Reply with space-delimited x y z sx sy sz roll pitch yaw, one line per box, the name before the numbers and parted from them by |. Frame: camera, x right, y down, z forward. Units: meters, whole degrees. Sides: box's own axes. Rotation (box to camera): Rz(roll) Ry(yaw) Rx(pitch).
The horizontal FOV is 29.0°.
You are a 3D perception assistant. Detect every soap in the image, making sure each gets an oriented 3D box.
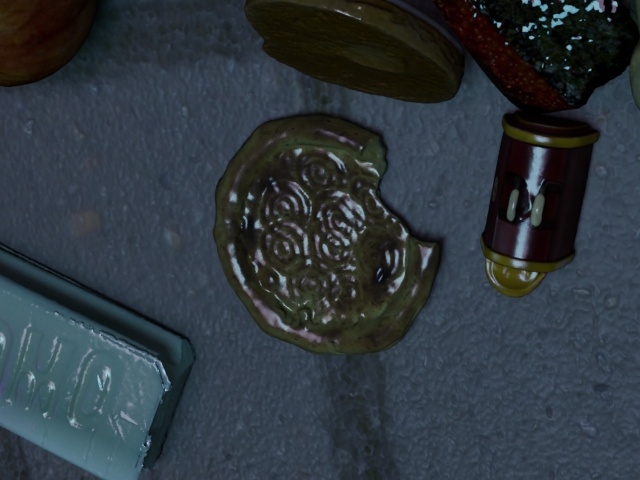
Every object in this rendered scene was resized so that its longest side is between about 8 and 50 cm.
soap | -0.259 0.124 1.220 0.261 0.094 0.150 25 111 12

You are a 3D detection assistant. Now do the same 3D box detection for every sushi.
sushi | 0.162 -0.213 0.962 0.126 0.136 0.225 -31 97 32

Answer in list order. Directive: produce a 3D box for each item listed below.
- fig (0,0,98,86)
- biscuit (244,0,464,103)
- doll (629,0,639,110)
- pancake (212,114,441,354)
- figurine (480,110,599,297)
fig | -0.275 -0.240 1.088 0.205 0.205 0.205 5 106 18
biscuit | 0.030 -0.166 0.991 0.181 0.208 0.049 16 81 14
doll | 0.317 -0.120 0.819 0.247 0.349 0.247 -14 55 21
pancake | 0.000 0.000 1.132 0.212 0.029 0.235 -36 88 25
figurine | 0.175 -0.024 1.028 0.082 0.098 0.154 12 105 12
